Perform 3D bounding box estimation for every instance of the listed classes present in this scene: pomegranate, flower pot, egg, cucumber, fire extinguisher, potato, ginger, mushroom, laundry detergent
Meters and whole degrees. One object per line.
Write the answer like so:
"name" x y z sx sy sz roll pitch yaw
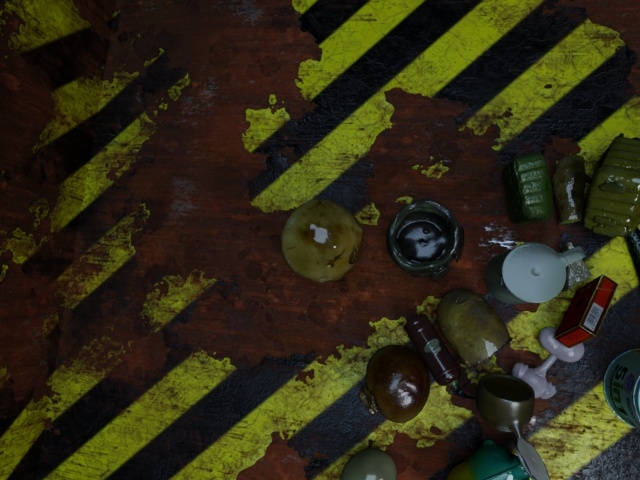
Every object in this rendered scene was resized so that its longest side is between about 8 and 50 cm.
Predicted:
"pomegranate" 0.000 0.000 1.743 0.332 0.332 0.333 -2 82 11
"flower pot" 0.399 0.004 1.693 0.301 0.213 0.302 -2 81 12
"egg" 0.171 0.877 1.633 0.241 0.186 0.186 -43 77 7
"cucumber" 1.163 0.061 1.608 0.067 0.067 0.294 -14 78 9
"fire extinguisher" 0.445 0.433 1.633 0.344 0.102 0.138 60 139 26
"potato" 0.543 0.302 1.636 0.229 0.229 0.266 -38 69 4
"ginger" 0.932 -0.190 1.670 0.109 0.116 0.263 -2 86 47
"mushroom" 0.275 0.538 1.656 0.283 0.195 0.263 -41 82 4
"laundry detergent" 1.127 0.506 1.430 0.287 0.305 0.288 -2 82 12

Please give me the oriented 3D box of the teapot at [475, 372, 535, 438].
"teapot" 0.630 0.577 1.553 0.185 0.268 0.176 3 104 -7

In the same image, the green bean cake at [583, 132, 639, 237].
"green bean cake" 1.084 -0.186 1.567 0.202 0.285 0.310 21 55 36

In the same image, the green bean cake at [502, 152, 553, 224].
"green bean cake" 0.762 -0.181 1.642 0.124 0.222 0.248 -13 83 8

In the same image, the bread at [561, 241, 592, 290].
"bread" 0.913 0.094 1.647 0.105 0.077 0.152 -30 76 5

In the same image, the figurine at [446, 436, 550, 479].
"figurine" 0.581 0.820 1.520 0.340 0.323 0.232 -39 52 21

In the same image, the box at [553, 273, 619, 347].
"box" 0.919 0.246 1.542 0.074 0.153 0.240 35 63 16

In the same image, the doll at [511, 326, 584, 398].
"doll" 0.813 0.447 1.611 0.160 0.094 0.365 35 89 21

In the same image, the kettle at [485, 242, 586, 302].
"kettle" 0.736 0.122 1.556 0.264 0.318 0.205 5 82 13
